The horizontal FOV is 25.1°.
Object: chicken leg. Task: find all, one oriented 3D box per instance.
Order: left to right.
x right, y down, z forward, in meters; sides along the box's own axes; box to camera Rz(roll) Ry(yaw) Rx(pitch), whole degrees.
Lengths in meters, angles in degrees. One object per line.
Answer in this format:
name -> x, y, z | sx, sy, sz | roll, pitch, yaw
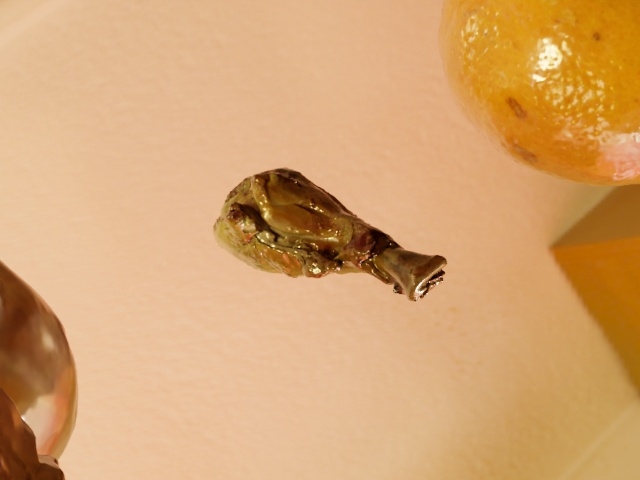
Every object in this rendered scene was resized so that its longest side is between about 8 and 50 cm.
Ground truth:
chicken leg -> 0.000, 0.000, 0.910 | 0.093, 0.178, 0.070 | 10, -80, -53

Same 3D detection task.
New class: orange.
orange -> 0.190, -0.144, 0.988 | 0.224, 0.170, 0.224 | 10, -137, -9

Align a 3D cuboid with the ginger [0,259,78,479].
ginger -> -0.231, 0.124, 0.463 | 0.375, 0.256, 0.176 | -36, -75, -21
